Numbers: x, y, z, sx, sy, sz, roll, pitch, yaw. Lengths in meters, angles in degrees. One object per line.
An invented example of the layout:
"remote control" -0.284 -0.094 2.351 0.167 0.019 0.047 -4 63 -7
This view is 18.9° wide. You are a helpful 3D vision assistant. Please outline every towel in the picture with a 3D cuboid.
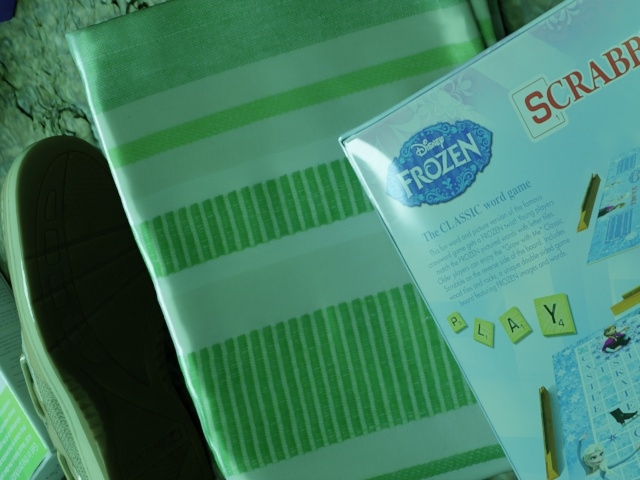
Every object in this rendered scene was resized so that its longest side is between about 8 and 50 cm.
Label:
"towel" 0.018 -0.004 1.121 0.038 0.248 0.325 -67 -41 -82

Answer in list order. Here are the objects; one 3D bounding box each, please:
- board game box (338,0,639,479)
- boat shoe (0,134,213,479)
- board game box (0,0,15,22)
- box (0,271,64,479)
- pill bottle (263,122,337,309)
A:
"board game box" 0.198 0.018 0.960 0.318 0.066 0.318 -29 88 44
"boat shoe" -0.185 0.085 1.480 0.110 0.121 0.341 4 112 49
"board game box" -0.341 -0.356 1.481 0.347 0.078 0.233 49 139 23
"box" -0.336 0.099 1.730 0.322 0.058 0.232 58 142 15
"pill bottle" 0.000 0.000 1.203 0.124 0.124 0.221 -12 98 53
